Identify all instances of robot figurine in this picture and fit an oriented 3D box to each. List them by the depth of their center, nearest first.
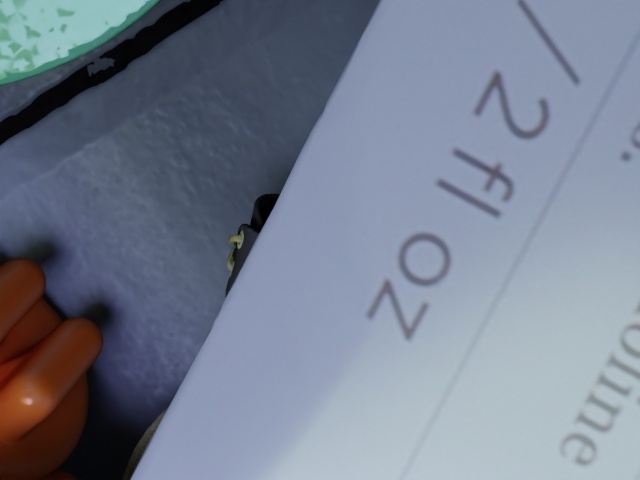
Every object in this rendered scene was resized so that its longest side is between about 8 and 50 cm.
[{"bbox_3d":[-0.209,0.092,0.958,0.158,0.128,0.219,19,138,-38],"label":"robot figurine"}]

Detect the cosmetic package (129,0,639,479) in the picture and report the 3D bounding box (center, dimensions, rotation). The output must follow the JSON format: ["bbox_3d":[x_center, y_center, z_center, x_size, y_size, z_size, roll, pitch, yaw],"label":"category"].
[{"bbox_3d":[0.209,0.042,0.535,0.394,0.327,0.329,29,99,11],"label":"cosmetic package"}]

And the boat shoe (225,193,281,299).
[{"bbox_3d":[0.000,0.000,0.834,0.069,0.081,0.227,42,119,5],"label":"boat shoe"}]

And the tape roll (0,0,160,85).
[{"bbox_3d":[-0.169,-0.222,0.746,0.321,0.077,0.321,3,110,8],"label":"tape roll"}]

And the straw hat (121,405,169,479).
[{"bbox_3d":[-0.025,0.132,0.922,0.144,0.144,0.061,4,158,25],"label":"straw hat"}]
